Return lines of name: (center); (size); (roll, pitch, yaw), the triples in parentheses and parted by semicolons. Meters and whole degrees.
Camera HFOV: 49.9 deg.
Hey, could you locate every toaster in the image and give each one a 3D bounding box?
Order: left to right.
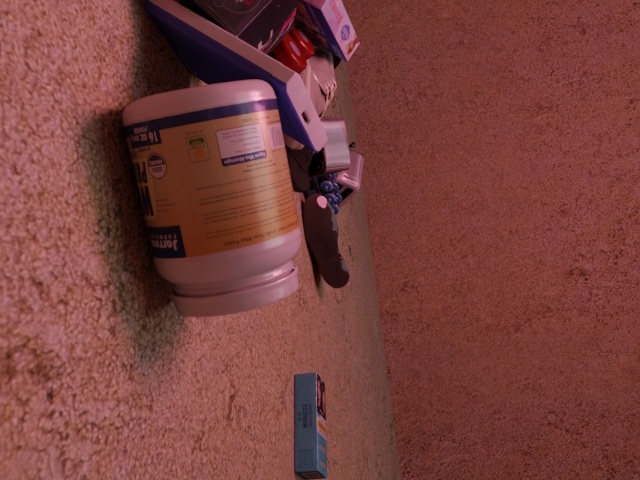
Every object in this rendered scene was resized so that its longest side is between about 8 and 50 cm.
toaster: (-0.004, -0.276, 2.024); (0.110, 0.185, 0.168); (-10, 91, -35)
toaster: (0.061, -0.211, 2.296); (0.129, 0.227, 0.147); (22, 54, -24)

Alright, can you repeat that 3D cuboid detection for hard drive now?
hard drive: (-0.140, -0.283, 1.167); (0.040, 0.318, 0.210); (-51, 156, -8)

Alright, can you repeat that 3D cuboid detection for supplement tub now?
supplement tub: (-0.153, -0.065, 1.029); (0.228, 0.228, 0.317); (-50, 130, -75)

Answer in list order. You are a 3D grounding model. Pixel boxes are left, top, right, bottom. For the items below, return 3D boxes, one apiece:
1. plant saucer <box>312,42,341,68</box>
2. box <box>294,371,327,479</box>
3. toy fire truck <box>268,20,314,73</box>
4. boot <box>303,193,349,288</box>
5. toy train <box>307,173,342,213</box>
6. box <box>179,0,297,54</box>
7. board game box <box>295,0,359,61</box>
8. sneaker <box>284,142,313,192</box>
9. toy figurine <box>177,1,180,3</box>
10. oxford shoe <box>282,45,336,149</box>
plant saucer: (-0.041, -0.607, 1.884); (0.050, 0.310, 0.311); (-44, 140, -23)
box: (-0.024, 0.466, 1.730); (0.101, 0.060, 0.245); (64, 21, -57)
toy fire truck: (-0.160, -0.458, 1.535); (0.254, 0.169, 0.302); (51, 23, -18)
boot: (0.000, 0.000, 2.174); (0.115, 0.112, 0.306); (-160, -127, -68)
toy train: (0.004, -0.150, 2.189); (0.080, 0.105, 0.184); (-77, 157, -43)
box: (-0.142, -0.419, 1.225); (0.143, 0.165, 0.270); (42, -4, -2)
board game box: (-0.076, -0.582, 1.651); (0.066, 0.318, 0.318); (-57, 165, 2)
sneaker: (-0.058, -0.249, 1.895); (0.109, 0.130, 0.286); (-89, 167, -45)
toy figurine: (-0.279, -0.547, 1.111); (0.217, 0.191, 0.362); (52, 12, -3)
oxford shoe: (-0.024, -0.376, 1.728); (0.450, 0.130, 0.169); (-90, -158, -51)
